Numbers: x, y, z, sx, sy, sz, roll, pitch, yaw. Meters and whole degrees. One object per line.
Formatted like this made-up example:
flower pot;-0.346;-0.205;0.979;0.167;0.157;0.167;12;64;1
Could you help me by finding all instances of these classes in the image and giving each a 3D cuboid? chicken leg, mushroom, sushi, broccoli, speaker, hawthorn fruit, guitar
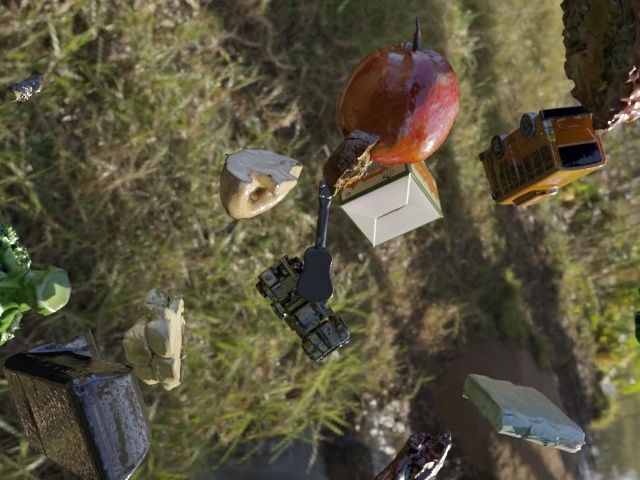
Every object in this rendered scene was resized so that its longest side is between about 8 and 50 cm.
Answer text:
chicken leg;0.099;0.335;1.203;0.048;0.219;0.089;37;-20;51
mushroom;-0.153;-0.121;2.044;0.156;0.151;0.285;32;25;20
sushi;0.419;-0.264;1.090;0.270;0.170;0.236;92;-13;-60
broccoli;-0.666;0.101;1.742;0.297;0.297;0.298;1;90;-66
speaker;-0.371;0.254;1.416;0.184;0.388;0.180;-23;104;-34
hawthorn fruit;0.161;-0.313;1.784;0.254;0.254;0.300;-54;153;-62
guitar;0.000;-0.001;1.887;0.038;0.083;0.271;-93;-170;-85
sushi;0.045;-0.116;1.310;0.060;0.118;0.061;41;37;5

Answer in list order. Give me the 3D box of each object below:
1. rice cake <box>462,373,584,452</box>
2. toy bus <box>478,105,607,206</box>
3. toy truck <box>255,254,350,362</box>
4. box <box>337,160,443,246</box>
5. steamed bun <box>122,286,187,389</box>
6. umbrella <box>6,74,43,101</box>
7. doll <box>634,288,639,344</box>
rice cake;0.259;0.222;1.126;0.211;0.124;0.038;-144;-110;-81
toy bus;0.332;-0.124;1.309;0.201;0.098;0.114;142;-63;-69
toy truck;-0.042;0.160;2.056;0.257;0.127;0.127;54;-1;5
box;0.164;-0.119;2.090;0.177;0.195;0.148;48;28;-38
steamed bun;-0.331;0.189;1.733;0.192;0.106;0.177;89;-1;-46
umbrella;-0.563;-0.287;1.646;0.037;0.040;0.144;35;17;-11
doll;0.484;0.119;1.183;0.134;0.106;0.186;52;39;-40
